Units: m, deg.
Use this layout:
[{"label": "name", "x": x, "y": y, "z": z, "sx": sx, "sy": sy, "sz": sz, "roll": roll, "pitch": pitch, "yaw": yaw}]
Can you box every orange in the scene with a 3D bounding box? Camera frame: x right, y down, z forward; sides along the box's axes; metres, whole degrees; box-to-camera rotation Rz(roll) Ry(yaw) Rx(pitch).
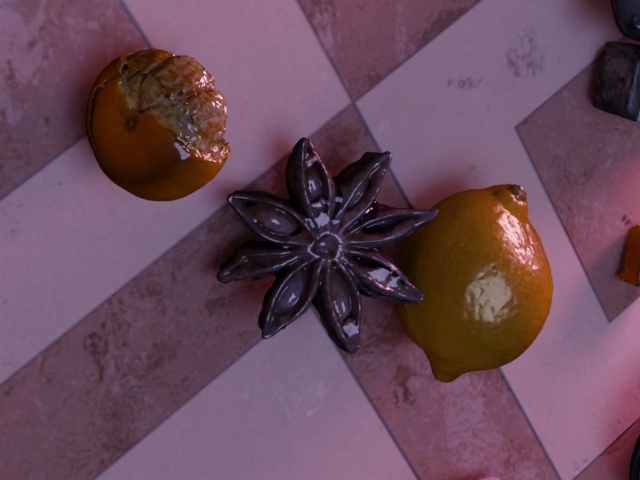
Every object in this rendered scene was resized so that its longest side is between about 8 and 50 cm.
[{"label": "orange", "x": -0.159, "y": -0.117, "z": 1.572, "sx": 0.134, "sy": 0.157, "sz": 0.156, "roll": -14, "pitch": 121, "yaw": -72}]

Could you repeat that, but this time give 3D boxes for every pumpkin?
[{"label": "pumpkin", "x": 0.432, "y": 0.022, "z": 2.032, "sx": 0.074, "sy": 0.054, "sz": 0.083, "roll": 3, "pitch": 100, "yaw": -37}]

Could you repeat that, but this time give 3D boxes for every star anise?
[{"label": "star anise", "x": -0.001, "y": 0.000, "z": 1.724, "sx": 0.236, "sy": 0.109, "sz": 0.223, "roll": 9, "pitch": 97, "yaw": -15}]

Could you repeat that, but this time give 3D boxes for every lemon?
[{"label": "lemon", "x": 0.176, "y": 0.047, "z": 1.808, "sx": 0.187, "sy": 0.187, "sz": 0.244, "roll": 11, "pitch": 98, "yaw": -34}]

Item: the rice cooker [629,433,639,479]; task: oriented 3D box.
[{"label": "rice cooker", "x": 0.542, "y": 0.286, "z": 2.088, "sx": 0.280, "sy": 0.227, "sz": 0.241, "roll": 14, "pitch": 113, "yaw": -51}]

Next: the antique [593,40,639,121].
[{"label": "antique", "x": 0.428, "y": -0.192, "z": 1.935, "sx": 0.183, "sy": 0.086, "sz": 0.088, "roll": -1, "pitch": 106, "yaw": -31}]

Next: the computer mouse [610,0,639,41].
[{"label": "computer mouse", "x": 0.470, "y": -0.311, "z": 1.893, "sx": 0.371, "sy": 0.122, "sz": 0.188, "roll": 5, "pitch": 85, "yaw": -30}]

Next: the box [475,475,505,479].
[{"label": "box", "x": 0.080, "y": 0.419, "z": 1.926, "sx": 0.370, "sy": 0.112, "sz": 0.190, "roll": -8, "pitch": 110, "yaw": -27}]
